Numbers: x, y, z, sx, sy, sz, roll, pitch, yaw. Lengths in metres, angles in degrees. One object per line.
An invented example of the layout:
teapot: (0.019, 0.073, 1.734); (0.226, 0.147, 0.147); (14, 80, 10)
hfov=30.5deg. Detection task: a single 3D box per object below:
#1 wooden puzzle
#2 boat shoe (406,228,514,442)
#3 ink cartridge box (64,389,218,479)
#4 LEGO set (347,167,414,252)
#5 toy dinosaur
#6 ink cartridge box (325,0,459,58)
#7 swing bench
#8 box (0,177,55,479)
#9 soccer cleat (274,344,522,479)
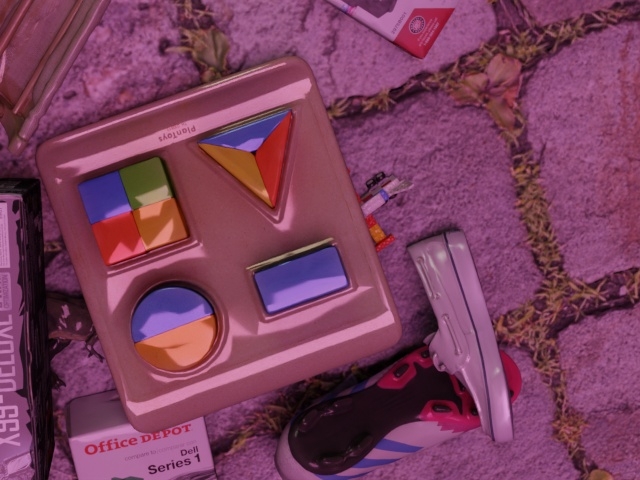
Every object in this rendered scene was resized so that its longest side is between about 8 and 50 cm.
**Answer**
wooden puzzle: (-0.108, 0.008, 1.281); (0.322, 0.080, 0.347); (-20, 95, -3)
boat shoe: (0.165, 0.118, 1.394); (0.084, 0.095, 0.258); (-15, 74, 7)
ink cartridge box: (-0.203, 0.288, 1.400); (0.160, 0.092, 0.219); (-13, 111, -9)
LEGO set: (0.000, 0.000, 1.369); (0.182, 0.060, 0.244); (4, 107, -18)
toy dinosaur: (-0.318, 0.103, 1.333); (0.268, 0.064, 0.118); (24, 99, -15)
ink cartridge box: (0.064, -0.296, 1.270); (0.175, 0.072, 0.127); (28, 101, -20)
swing bench: (-0.340, -0.261, 1.128); (0.255, 0.165, 0.253); (26, 107, -32)
box: (-0.317, 0.095, 1.181); (0.077, 0.242, 0.307); (-3, 98, -9)
soccer cleat: (0.089, 0.214, 1.446); (0.331, 0.143, 0.116); (-16, 70, -24)
